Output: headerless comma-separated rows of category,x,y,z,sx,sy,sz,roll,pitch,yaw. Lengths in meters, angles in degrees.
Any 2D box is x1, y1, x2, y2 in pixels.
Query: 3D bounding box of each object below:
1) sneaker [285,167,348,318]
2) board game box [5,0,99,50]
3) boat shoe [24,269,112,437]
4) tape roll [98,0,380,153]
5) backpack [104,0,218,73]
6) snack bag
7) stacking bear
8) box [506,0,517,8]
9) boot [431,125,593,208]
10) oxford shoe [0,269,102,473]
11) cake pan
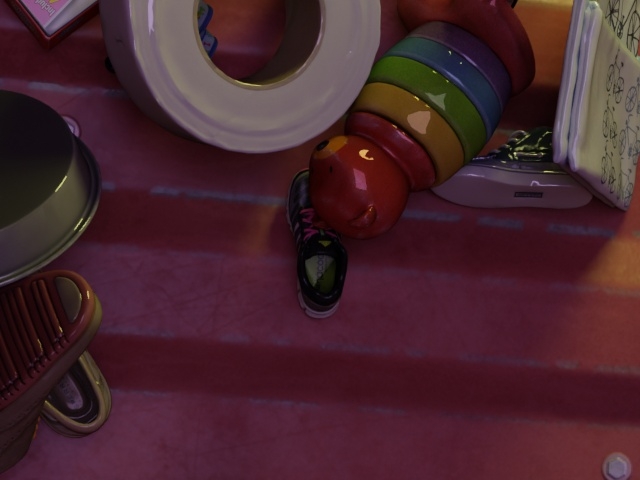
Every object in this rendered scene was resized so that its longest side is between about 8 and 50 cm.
sneaker,0.000,0.000,1.704,0.063,0.075,0.170,-2,84,-11
board game box,-0.257,-0.402,1.706,0.316,0.064,0.242,-39,92,-12
boat shoe,-0.326,0.081,1.621,0.109,0.098,0.302,-36,91,-12
tape roll,-0.083,-0.235,1.605,0.286,0.100,0.286,-5,101,-24
backpack,-0.166,-0.221,1.686,0.084,0.105,0.114,32,79,-29
snack bag,0.325,-0.219,1.682,0.037,0.323,0.342,7,85,23
stacking bear,0.095,-0.125,1.676,0.289,0.175,0.164,-51,120,-19
box,0.262,-0.435,1.690,0.073,0.293,0.295,24,79,0
boot,0.220,-0.088,1.770,0.190,0.069,0.086,5,59,-5
oxford shoe,-0.328,0.155,1.545,0.348,0.130,0.123,-38,52,22
cake pan,-0.373,-0.059,1.558,0.293,0.054,0.293,-2,43,2
